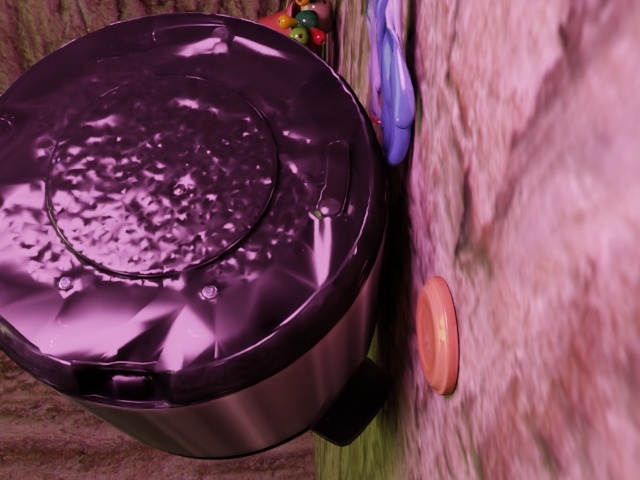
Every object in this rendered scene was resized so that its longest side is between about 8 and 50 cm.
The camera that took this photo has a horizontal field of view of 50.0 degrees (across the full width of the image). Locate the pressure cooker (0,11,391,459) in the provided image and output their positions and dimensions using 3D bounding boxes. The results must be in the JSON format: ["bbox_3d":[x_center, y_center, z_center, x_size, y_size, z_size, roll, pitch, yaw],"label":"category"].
[{"bbox_3d":[-0.120,0.029,0.717,0.420,0.375,0.370,84,179,-63],"label":"pressure cooker"}]

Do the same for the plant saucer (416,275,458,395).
[{"bbox_3d":[0.081,0.067,0.486,0.083,0.013,0.084,178,90,-86],"label":"plant saucer"}]

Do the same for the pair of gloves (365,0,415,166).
[{"bbox_3d":[0.060,-0.158,0.592,0.198,0.023,0.159,-98,5,-63],"label":"pair of gloves"}]

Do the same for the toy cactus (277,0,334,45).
[{"bbox_3d":[-0.008,-0.384,1.055,0.180,0.112,0.219,42,-140,-69],"label":"toy cactus"}]

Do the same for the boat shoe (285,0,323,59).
[{"bbox_3d":[-0.031,-0.405,1.325,0.073,0.080,0.224,-104,6,-45],"label":"boat shoe"}]

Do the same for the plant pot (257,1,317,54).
[{"bbox_3d":[-0.140,-0.249,1.206,0.272,0.264,0.273,-10,-90,-79],"label":"plant pot"}]
